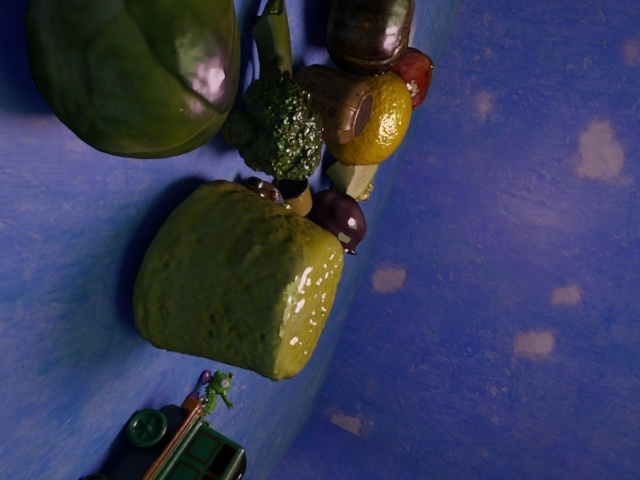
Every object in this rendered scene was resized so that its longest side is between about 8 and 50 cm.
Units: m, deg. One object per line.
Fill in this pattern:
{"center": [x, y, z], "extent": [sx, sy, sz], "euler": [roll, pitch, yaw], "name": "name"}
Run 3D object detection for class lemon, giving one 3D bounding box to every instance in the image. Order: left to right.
{"center": [0.121, -0.336, 1.352], "extent": [0.253, 0.254, 0.310], "euler": [-46, 158, -56], "name": "lemon"}

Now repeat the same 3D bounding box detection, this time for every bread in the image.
{"center": [-0.139, 0.083, 0.907], "extent": [0.348, 0.308, 0.348], "euler": [-54, 158, -34], "name": "bread"}

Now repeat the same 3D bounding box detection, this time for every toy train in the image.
{"center": [-0.319, 0.512, 0.991], "extent": [0.178, 0.249, 0.429], "euler": [98, 20, -44], "name": "toy train"}

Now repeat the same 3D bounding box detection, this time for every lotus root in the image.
{"center": [-0.136, -0.077, 1.123], "extent": [0.113, 0.088, 0.192], "euler": [-59, 158, -26], "name": "lotus root"}

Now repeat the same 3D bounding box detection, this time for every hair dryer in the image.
{"center": [-0.120, -0.045, 1.271], "extent": [0.278, 0.090, 0.135], "euler": [-57, 165, -16], "name": "hair dryer"}

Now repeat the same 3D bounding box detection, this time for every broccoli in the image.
{"center": [-0.101, -0.242, 0.879], "extent": [0.254, 0.186, 0.302], "euler": [-105, 178, -50], "name": "broccoli"}

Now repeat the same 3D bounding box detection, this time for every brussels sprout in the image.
{"center": [-0.187, -0.225, 0.523], "extent": [0.219, 0.210, 0.271], "euler": [-13, 108, -79], "name": "brussels sprout"}

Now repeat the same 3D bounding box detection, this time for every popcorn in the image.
{"center": [0.112, -0.193, 1.766], "extent": [0.162, 0.135, 0.141], "euler": [-30, 163, 9], "name": "popcorn"}

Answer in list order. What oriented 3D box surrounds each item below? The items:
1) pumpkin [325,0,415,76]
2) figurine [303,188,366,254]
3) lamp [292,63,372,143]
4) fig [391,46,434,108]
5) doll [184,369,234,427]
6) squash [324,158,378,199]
{"center": [0.119, -0.532, 1.120], "extent": [0.320, 0.192, 0.320], "euler": [11, 90, -84], "name": "pumpkin"}
{"center": [-0.001, 0.012, 1.521], "extent": [0.364, 0.218, 0.206], "euler": [-58, 165, -13], "name": "figurine"}
{"center": [0.018, -0.317, 1.135], "extent": [0.161, 0.185, 0.161], "euler": [-59, 163, -31], "name": "lamp"}
{"center": [0.279, -0.558, 1.705], "extent": [0.224, 0.224, 0.263], "euler": [93, 20, -52], "name": "fig"}
{"center": [-0.285, 0.417, 1.254], "extent": [0.190, 0.115, 0.050], "euler": [-56, 162, -34], "name": "doll"}
{"center": [0.132, -0.240, 1.595], "extent": [0.220, 0.133, 0.220], "euler": [-33, 172, -5], "name": "squash"}
